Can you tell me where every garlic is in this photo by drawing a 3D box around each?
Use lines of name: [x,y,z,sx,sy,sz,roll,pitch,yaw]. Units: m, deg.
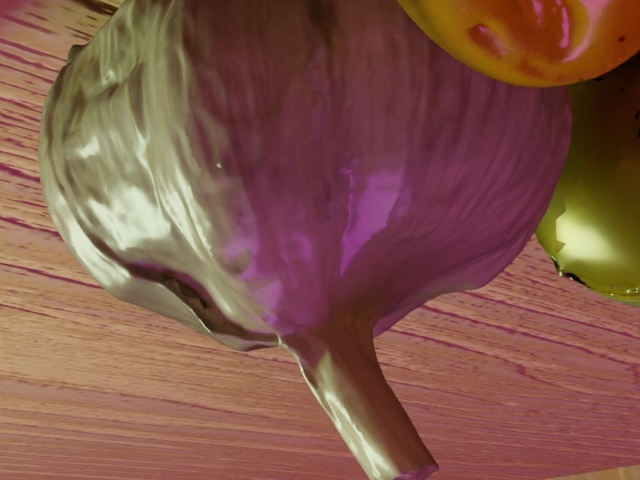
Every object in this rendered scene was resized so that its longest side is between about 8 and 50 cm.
garlic: [0.000,0.000,0.622,0.218,0.212,0.218,-7,159,-3]

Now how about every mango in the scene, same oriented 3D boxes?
mango: [0.061,-0.110,0.490,0.101,0.066,0.187,-28,145,10]

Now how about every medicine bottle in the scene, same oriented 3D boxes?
medicine bottle: [0.197,-0.016,0.793,0.124,0.124,0.239,-16,160,36]
